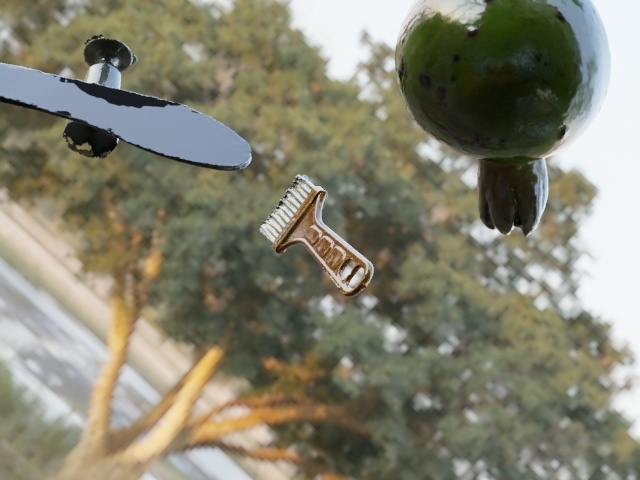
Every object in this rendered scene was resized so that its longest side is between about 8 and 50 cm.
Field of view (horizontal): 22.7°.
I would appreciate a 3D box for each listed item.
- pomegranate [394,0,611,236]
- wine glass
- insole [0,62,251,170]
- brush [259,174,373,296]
[{"bbox_3d":[0.160,-0.127,1.389,0.202,0.202,0.248,-144,-133,-62],"label":"pomegranate"},{"bbox_3d":[-0.274,-0.181,1.993,0.072,0.072,0.155,45,35,-38],"label":"wine glass"},{"bbox_3d":[-0.220,-0.132,1.687,0.309,0.012,0.110,15,35,3],"label":"insole"},{"bbox_3d":[0.000,0.000,1.736,0.017,0.090,0.314,35,4,-23],"label":"brush"}]
